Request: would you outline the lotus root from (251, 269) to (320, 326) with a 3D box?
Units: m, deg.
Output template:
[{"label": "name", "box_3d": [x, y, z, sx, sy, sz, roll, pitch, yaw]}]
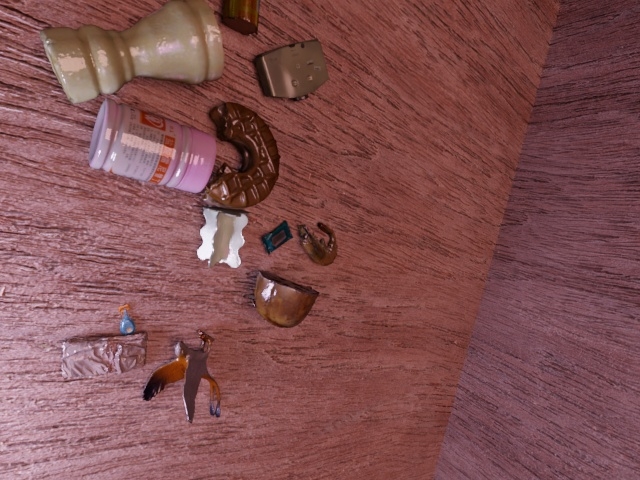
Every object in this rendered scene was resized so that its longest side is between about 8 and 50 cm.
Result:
[{"label": "lotus root", "box_3d": [-0.151, 0.230, 1.570, 0.272, 0.272, 0.192, 23, 95, -37]}]

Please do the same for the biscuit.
[{"label": "biscuit", "box_3d": [-0.267, -0.280, 1.430, 0.268, 0.115, 0.366, 15, 79, -41]}]

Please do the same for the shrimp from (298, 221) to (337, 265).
[{"label": "shrimp", "box_3d": [0.001, 0.000, 1.752, 0.173, 0.058, 0.253, -50, 127, -28]}]

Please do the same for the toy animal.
[{"label": "toy animal", "box_3d": [-0.427, 0.484, 1.485, 0.284, 0.225, 0.302, 34, 66, -55]}]

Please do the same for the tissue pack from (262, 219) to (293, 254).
[{"label": "tissue pack", "box_3d": [-0.172, -0.013, 1.636, 0.138, 0.028, 0.085, -36, 121, -31]}]

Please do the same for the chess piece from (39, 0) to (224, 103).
[{"label": "chess piece", "box_3d": [-0.519, -0.536, 1.170, 0.442, 0.234, 0.234, -24, 113, -26]}]

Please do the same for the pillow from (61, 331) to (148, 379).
[{"label": "pillow", "box_3d": [-0.682, 0.369, 1.314, 0.248, 0.049, 0.135, 3, 105, -35]}]

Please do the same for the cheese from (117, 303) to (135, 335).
[{"label": "cheese", "box_3d": [-0.636, 0.263, 1.350, 0.047, 0.017, 0.111, -15, 107, -37]}]

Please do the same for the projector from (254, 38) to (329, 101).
[{"label": "projector", "box_3d": [-0.100, -0.621, 1.531, 0.269, 0.088, 0.194, -29, 116, -28]}]

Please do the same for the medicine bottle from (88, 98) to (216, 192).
[{"label": "medicine bottle", "box_3d": [-0.497, -0.272, 1.233, 0.315, 0.202, 0.202, 12, 92, -37]}]

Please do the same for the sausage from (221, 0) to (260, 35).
[{"label": "sausage", "box_3d": [-0.257, -0.859, 1.352, 0.125, 0.117, 0.318, -4, 100, -51]}]

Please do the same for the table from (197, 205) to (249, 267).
[{"label": "table", "box_3d": [-0.341, -0.012, 1.437, 0.166, 0.166, 0.198, 3, 105, -37]}]
